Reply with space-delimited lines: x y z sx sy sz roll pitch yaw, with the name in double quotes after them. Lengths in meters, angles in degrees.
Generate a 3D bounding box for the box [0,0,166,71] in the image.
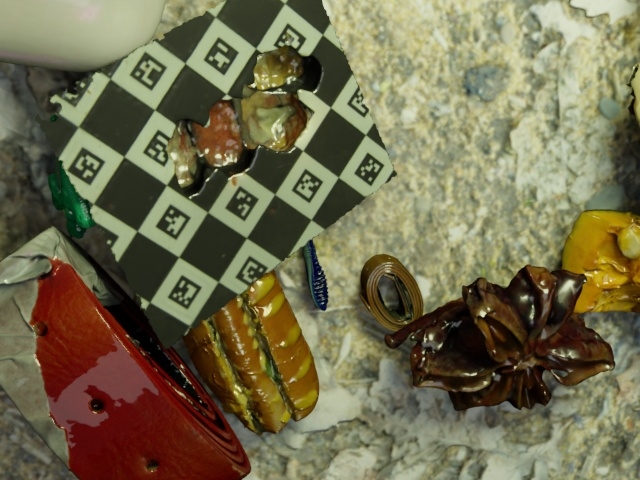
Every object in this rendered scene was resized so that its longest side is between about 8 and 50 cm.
-0.289 -0.295 0.988 0.349 0.141 0.289 7 107 -16 "box"

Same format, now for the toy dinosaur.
-0.225 -0.058 1.104 0.059 0.132 0.096 -20 156 -9 "toy dinosaur"

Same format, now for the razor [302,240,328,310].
-0.004 -0.001 1.218 0.028 0.044 0.155 6 111 15 "razor"

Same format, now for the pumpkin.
0.408 0.069 1.248 0.280 0.190 0.139 1 125 -17 "pumpkin"

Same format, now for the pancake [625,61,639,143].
0.473 -0.152 1.204 0.382 0.071 0.382 2 81 -16 "pancake"

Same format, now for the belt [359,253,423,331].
0.073 0.057 1.250 0.059 0.036 0.083 -27 111 -4 "belt"

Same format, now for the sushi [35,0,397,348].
-0.094 -0.088 1.114 0.290 0.050 0.264 -36 120 -17 "sushi"

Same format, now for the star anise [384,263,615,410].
0.196 0.095 1.243 0.190 0.126 0.220 -23 139 23 "star anise"

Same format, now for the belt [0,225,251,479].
-0.199 0.127 1.101 0.115 0.227 0.324 -38 118 -3 "belt"

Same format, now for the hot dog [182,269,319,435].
-0.085 0.080 1.201 0.115 0.072 0.269 -25 112 3 "hot dog"
